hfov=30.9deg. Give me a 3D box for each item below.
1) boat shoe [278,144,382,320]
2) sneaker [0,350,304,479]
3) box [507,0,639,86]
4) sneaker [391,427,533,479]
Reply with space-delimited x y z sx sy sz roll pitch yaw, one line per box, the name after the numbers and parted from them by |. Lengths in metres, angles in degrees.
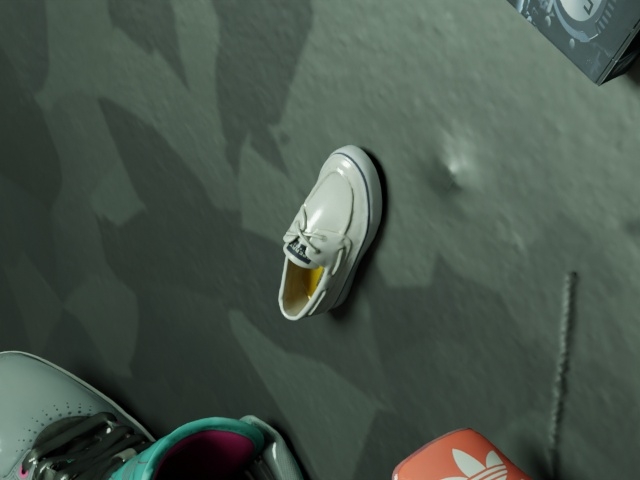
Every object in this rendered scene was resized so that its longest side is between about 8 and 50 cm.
0.000 0.000 0.545 0.035 0.035 0.100 44 139 24 | boat shoe
-0.111 0.143 0.680 0.295 0.124 0.178 41 142 16 | sneaker
0.087 -0.105 0.396 0.083 0.018 0.067 49 140 18 | box
0.027 0.214 0.577 0.148 0.131 0.350 55 137 22 | sneaker
